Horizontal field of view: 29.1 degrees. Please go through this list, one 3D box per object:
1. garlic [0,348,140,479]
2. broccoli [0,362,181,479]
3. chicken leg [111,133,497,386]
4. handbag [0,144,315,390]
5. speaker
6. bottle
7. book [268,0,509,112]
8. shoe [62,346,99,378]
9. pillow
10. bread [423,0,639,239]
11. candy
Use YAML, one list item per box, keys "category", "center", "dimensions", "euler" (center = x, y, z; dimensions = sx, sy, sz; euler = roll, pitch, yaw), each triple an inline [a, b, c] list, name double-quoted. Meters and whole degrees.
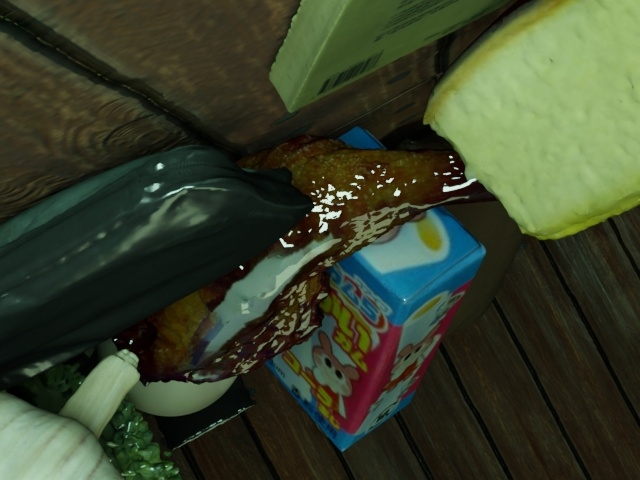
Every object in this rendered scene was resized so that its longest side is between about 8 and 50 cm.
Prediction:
- category: "garlic"
  center: [-0.177, 0.143, 0.740]
  dimensions: [0.199, 0.199, 0.226]
  euler: [-31, -162, 36]
- category: "broccoli"
  center: [-0.310, 0.205, 1.128]
  dimensions: [0.375, 0.302, 0.249]
  euler: [0, -161, 4]
- category: "chicken leg"
  center: [0.000, 0.000, 0.903]
  dimensions: [0.407, 0.158, 0.096]
  euler: [-28, -145, 21]
- category: "handbag"
  center: [-0.170, 0.032, 0.737]
  dimensions: [0.332, 0.075, 0.191]
  euler: [-25, 172, 15]
- category: "speaker"
  center: [-0.215, 0.206, 1.927]
  dimensions: [0.180, 0.184, 0.388]
  euler: [-28, 177, -8]
- category: "bottle"
  center: [-0.133, 0.076, 1.138]
  dimensions: [0.147, 0.148, 0.236]
  euler: [-27, 171, -16]
- category: "book"
  center: [0.061, -0.133, 0.579]
  dimensions: [0.161, 0.026, 0.231]
  euler: [-28, 176, -14]
- category: "shoe"
  center: [-0.232, 0.105, 1.354]
  dimensions: [0.077, 0.074, 0.194]
  euler: [-31, 177, -39]
- category: "pillow"
  center: [0.127, -0.001, 1.359]
  dimensions: [0.307, 0.108, 0.305]
  euler: [-16, 135, -47]
- category: "bread"
  center: [0.268, -0.156, 0.716]
  dimensions: [0.333, 0.143, 0.323]
  euler: [-31, 178, -37]
- category: "candy"
  center: [0.029, 0.054, 1.115]
  dimensions: [0.100, 0.157, 0.306]
  euler: [-32, 159, -27]
